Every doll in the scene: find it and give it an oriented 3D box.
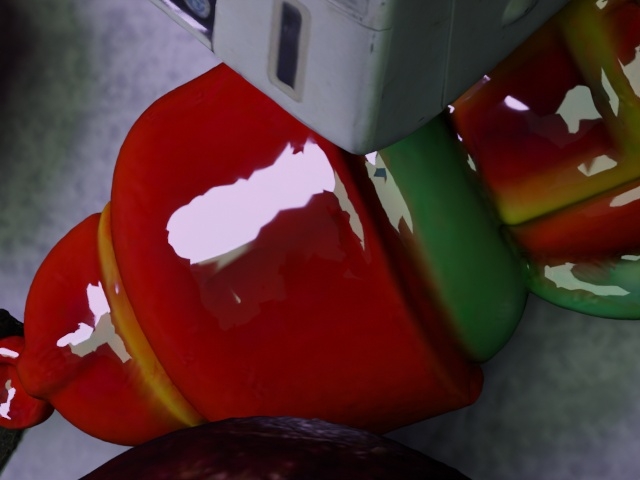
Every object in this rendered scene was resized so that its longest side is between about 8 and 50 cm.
[{"bbox_3d":[0.001,0.000,0.740,0.363,0.160,0.183,-26,88,18],"label":"doll"}]

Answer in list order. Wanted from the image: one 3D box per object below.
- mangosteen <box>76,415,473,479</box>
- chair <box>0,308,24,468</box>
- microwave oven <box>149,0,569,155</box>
[{"bbox_3d":[0.000,0.214,0.639,0.297,0.293,0.297,-17,70,58],"label":"mangosteen"},{"bbox_3d":[-0.240,0.109,0.828,0.213,0.174,0.149,-15,81,30],"label":"chair"},{"bbox_3d":[-0.020,-0.273,0.644,0.394,0.247,0.333,39,64,22],"label":"microwave oven"}]
